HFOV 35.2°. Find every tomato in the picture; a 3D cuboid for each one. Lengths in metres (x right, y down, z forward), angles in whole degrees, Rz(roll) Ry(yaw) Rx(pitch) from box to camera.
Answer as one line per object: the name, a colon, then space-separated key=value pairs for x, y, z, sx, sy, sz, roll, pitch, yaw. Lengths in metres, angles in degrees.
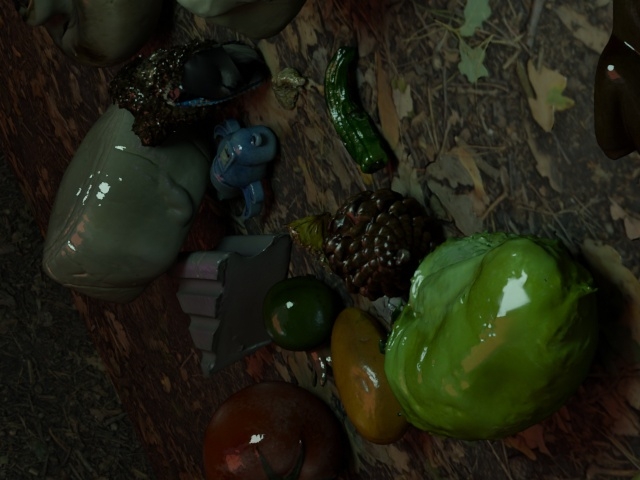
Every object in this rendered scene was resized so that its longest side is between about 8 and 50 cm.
tomato: x=-0.093 y=0.390 z=1.907 sx=0.265 sy=0.265 sz=0.265 roll=41 pitch=143 yaw=40

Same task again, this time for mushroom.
mushroom: x=-0.453 y=-0.485 z=1.828 sx=0.362 sy=0.295 sz=0.362 roll=44 pitch=147 yaw=39

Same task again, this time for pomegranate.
pomegranate: x=-0.018 y=0.150 z=1.721 sx=0.191 sy=0.131 sz=0.152 roll=58 pitch=178 yaw=2

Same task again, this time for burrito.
burrito: x=0.108 y=0.087 z=1.521 sx=0.203 sy=0.064 sz=0.064 roll=51 pitch=149 yaw=26

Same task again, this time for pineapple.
pineapple: x=0.000 y=0.000 z=1.660 sx=0.114 sy=0.077 sz=0.114 roll=57 pitch=-172 yaw=-4

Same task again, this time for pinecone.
pinecone: x=0.080 y=-0.002 z=1.408 sx=0.173 sy=0.173 sz=0.173 roll=41 pitch=143 yaw=40

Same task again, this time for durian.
durian: x=0.202 y=0.118 z=1.224 sx=0.340 sy=0.204 sz=0.255 roll=-7 pitch=92 yaw=65

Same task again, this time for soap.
soap: x=-0.145 y=0.125 z=1.893 sx=0.302 sy=0.159 sz=0.257 roll=-2 pitch=105 yaw=64

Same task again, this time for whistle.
whistle: x=-0.143 y=-0.134 z=1.783 sx=0.180 sy=0.093 sz=0.269 roll=70 pitch=160 yaw=8

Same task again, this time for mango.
mango: x=0.082 y=0.213 z=1.615 sx=0.147 sy=0.109 sz=0.227 roll=-36 pitch=68 yaw=65

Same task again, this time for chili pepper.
chili pepper: x=0.047 y=-0.182 z=1.434 sx=0.073 sy=0.050 sz=0.182 roll=-14 pitch=95 yaw=70

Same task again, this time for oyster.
oyster: x=-0.054 y=-0.232 z=1.587 sx=0.081 sy=0.038 sz=0.083 roll=38 pitch=140 yaw=40

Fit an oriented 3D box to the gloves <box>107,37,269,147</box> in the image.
gloves: x=-0.238 y=-0.260 z=1.714 sx=0.135 sy=0.210 sz=0.312 roll=53 pitch=161 yaw=-27

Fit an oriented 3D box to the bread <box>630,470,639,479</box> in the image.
bread: x=0.417 y=0.358 z=1.130 sx=0.213 sy=0.105 sz=0.213 roll=41 pitch=145 yaw=37

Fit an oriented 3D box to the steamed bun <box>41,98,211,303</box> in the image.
steamed bun: x=-0.351 y=-0.068 z=1.867 sx=0.383 sy=0.247 sz=0.236 roll=-65 pitch=25 yaw=-4

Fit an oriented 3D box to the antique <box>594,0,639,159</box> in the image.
antique: x=0.325 y=-0.164 z=0.874 sx=0.143 sy=0.121 sz=0.257 roll=30 pitch=136 yaw=39

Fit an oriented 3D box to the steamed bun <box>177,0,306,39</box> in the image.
steamed bun: x=-0.043 y=-0.412 z=1.201 sx=0.368 sy=0.255 sz=0.342 roll=-33 pitch=61 yaw=34
